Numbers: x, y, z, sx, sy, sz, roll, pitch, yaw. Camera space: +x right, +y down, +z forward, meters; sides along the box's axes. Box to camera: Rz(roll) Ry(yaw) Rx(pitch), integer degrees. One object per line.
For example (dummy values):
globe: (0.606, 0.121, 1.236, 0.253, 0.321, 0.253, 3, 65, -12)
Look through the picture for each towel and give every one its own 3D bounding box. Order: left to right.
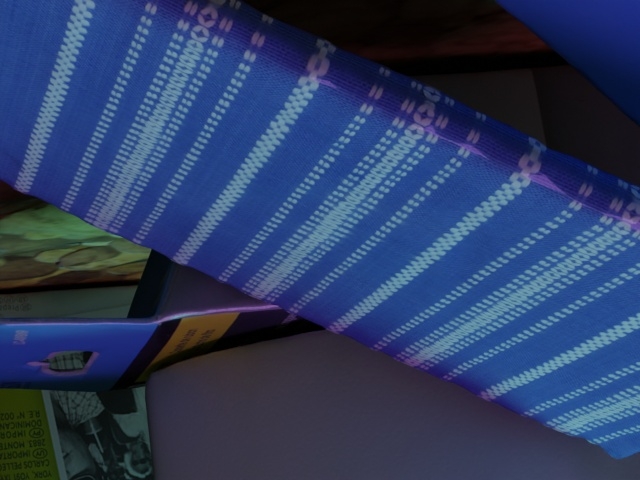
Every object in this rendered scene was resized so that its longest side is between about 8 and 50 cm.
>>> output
towel: (0.017, -0.015, 0.666, 0.336, 0.040, 0.243, 24, 161, -7)

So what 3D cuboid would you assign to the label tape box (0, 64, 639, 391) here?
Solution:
label tape box: (0.000, 0.000, 0.917, 0.348, 0.115, 0.249, -3, 169, -13)

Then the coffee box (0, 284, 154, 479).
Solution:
coffee box: (-0.237, 0.232, 1.323, 0.338, 0.334, 0.338, -3, 168, -23)

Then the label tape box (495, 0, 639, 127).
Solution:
label tape box: (0.233, -0.049, 0.480, 0.241, 0.106, 0.334, 36, 134, -28)

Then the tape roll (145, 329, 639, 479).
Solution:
tape roll: (0.052, 0.104, 0.928, 0.286, 0.100, 0.286, -7, 171, -1)
